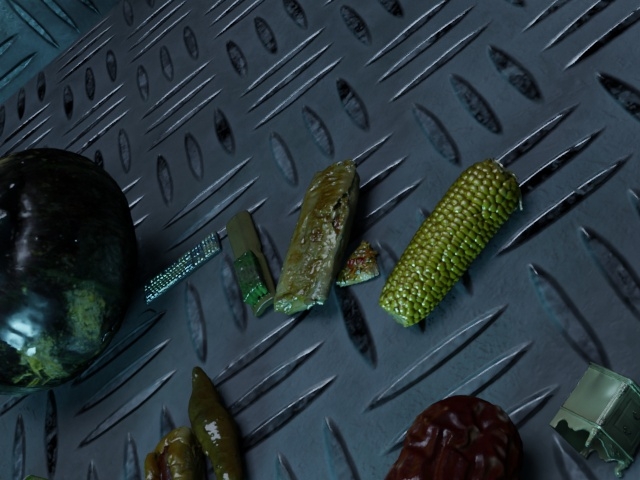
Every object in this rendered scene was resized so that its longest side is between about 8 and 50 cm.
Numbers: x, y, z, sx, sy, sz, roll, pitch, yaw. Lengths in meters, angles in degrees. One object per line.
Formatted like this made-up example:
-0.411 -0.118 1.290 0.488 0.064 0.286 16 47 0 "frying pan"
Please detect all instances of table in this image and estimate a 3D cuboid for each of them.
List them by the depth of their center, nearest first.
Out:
0.301 0.188 1.074 0.083 0.079 0.062 -52 32 -9 "table"

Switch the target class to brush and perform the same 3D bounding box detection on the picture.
-0.125 0.027 1.730 0.054 0.048 0.282 -38 32 10 "brush"

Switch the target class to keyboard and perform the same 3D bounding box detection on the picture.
-0.253 0.050 1.864 0.176 0.014 0.055 -36 38 13 "keyboard"

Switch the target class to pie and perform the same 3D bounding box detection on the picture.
0.000 0.000 1.600 0.128 0.068 0.282 -19 40 41 "pie"

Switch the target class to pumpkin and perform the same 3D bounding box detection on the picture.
-0.513 0.058 1.832 0.454 0.344 0.454 -42 33 37 "pumpkin"

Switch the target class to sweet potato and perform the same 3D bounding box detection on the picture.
-0.150 0.278 1.468 0.067 0.067 0.274 -39 36 8 "sweet potato"

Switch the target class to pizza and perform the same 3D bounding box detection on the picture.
0.061 0.035 1.538 0.078 0.025 0.083 13 62 54 "pizza"

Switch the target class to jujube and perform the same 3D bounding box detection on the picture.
0.140 0.278 1.092 0.155 0.155 0.230 -13 36 38 "jujube"

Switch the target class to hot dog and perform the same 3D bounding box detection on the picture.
-0.202 0.350 1.436 0.084 0.073 0.242 -33 35 8 "hot dog"

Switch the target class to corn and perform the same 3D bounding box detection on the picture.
0.176 0.002 1.398 0.260 0.091 0.091 -52 31 -9 "corn"

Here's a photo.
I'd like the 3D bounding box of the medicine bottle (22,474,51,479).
-0.439 0.436 1.575 0.188 0.088 0.132 -2 52 45 "medicine bottle"
